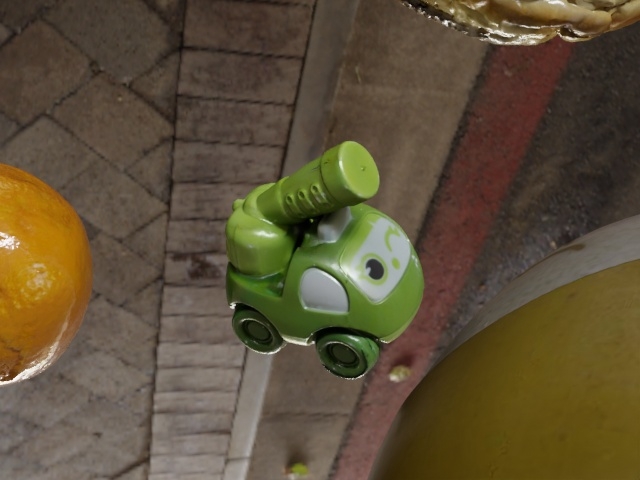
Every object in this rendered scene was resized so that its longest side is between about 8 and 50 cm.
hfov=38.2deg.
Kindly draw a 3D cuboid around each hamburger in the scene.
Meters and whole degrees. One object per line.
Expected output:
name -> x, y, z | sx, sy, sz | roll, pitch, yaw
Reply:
hamburger -> 0.211, -0.318, 0.916 | 0.304, 0.284, 0.174 | -28, 133, -33

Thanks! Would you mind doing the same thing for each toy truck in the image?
toy truck -> -0.010, 0.010, 0.876 | 0.187, 0.148, 0.210 | -4, 125, 33

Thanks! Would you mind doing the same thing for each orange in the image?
orange -> -0.386, 0.041, 1.041 | 0.261, 0.261, 0.261 | -6, 139, -6

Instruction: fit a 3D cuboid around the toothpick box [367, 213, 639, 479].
toothpick box -> 0.225, 0.202, 0.540 | 0.425, 0.409, 0.409 | -33, 163, -49
